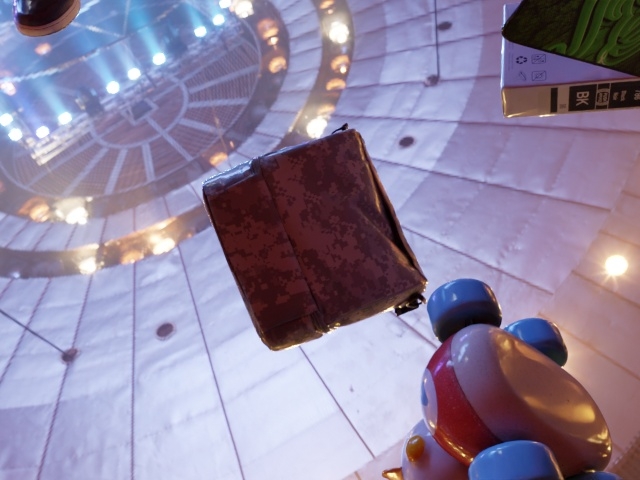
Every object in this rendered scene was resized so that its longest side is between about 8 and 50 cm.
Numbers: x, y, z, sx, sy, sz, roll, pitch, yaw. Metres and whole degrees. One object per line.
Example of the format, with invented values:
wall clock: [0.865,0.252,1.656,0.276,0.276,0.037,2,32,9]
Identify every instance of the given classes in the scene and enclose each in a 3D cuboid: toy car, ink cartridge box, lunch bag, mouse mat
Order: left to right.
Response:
lunch bag: [0.000,0.000,0.985,0.256,0.212,0.305,-24,-100,10]
toy car: [0.141,0.207,0.639,0.238,0.210,0.219,-44,-148,29]
ink cartridge box: [0.398,-0.242,0.791,0.332,0.065,0.165,0,-123,20]
mouse mat: [0.230,-0.180,0.415,0.152,0.190,0.007,10,-117,-13]

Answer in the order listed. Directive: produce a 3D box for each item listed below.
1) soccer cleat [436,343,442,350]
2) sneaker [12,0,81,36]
soccer cleat: [0.206,0.215,0.953,0.068,0.076,0.196,13,-166,1]
sneaker: [-0.352,-0.374,0.780,0.086,0.163,0.226,-3,-124,1]
